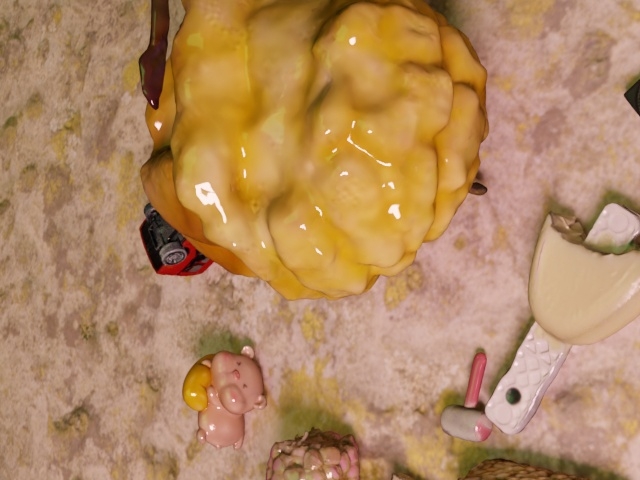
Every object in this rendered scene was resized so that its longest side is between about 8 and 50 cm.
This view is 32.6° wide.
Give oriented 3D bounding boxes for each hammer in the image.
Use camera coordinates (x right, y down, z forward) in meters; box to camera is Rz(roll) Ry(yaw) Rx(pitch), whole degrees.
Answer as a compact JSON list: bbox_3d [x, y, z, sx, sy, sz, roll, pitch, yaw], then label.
[{"bbox_3d":[0.142,0.146,1.027,0.052,0.031,0.083,8,82,41],"label":"hammer"}]

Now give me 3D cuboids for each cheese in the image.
[{"bbox_3d":[0.215,0.070,0.955,0.127,0.049,0.235,38,111,38],"label":"cheese"}]

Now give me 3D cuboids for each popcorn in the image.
[{"bbox_3d":[-0.026,-0.125,1.000,0.349,0.381,0.349,-40,21,18],"label":"popcorn"}]

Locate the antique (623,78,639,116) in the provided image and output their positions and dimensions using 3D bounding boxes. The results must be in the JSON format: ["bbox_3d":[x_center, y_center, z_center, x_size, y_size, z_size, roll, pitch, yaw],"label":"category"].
[{"bbox_3d":[0.332,-0.176,0.908,0.192,0.015,0.031,-47,55,28],"label":"antique"}]

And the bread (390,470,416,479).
[{"bbox_3d":[0.118,0.280,1.027,0.153,0.028,0.068,23,99,43],"label":"bread"}]

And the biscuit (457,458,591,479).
[{"bbox_3d":[0.190,0.237,0.933,0.168,0.082,0.070,8,109,42],"label":"biscuit"}]

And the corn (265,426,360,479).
[{"bbox_3d":[-0.016,0.358,1.087,0.126,0.126,0.335,3,82,44],"label":"corn"}]

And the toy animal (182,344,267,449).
[{"bbox_3d":[-0.102,0.174,1.220,0.082,0.091,0.114,-12,73,27],"label":"toy animal"}]

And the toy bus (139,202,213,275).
[{"bbox_3d":[-0.127,-0.041,1.271,0.195,0.089,0.081,-46,54,29],"label":"toy bus"}]
